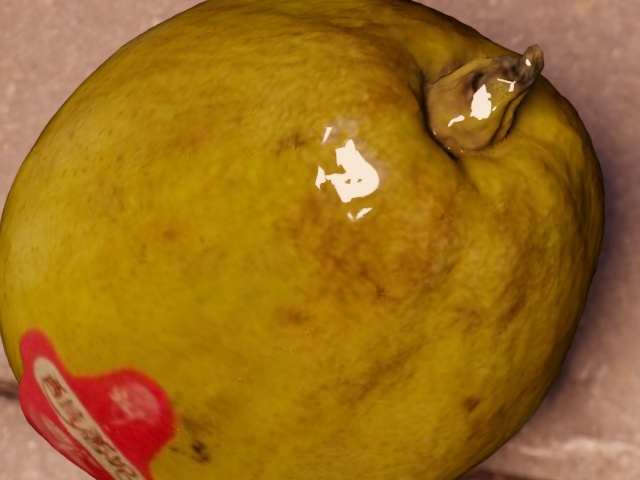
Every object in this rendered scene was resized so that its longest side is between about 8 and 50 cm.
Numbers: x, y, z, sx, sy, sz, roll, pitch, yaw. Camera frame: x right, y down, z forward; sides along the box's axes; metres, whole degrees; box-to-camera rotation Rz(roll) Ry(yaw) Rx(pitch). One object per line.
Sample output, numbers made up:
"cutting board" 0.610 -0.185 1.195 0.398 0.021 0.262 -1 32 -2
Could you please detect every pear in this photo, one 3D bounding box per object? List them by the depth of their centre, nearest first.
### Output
"pear" 0.000 0.000 0.881 0.375 0.287 0.287 -39 60 51
